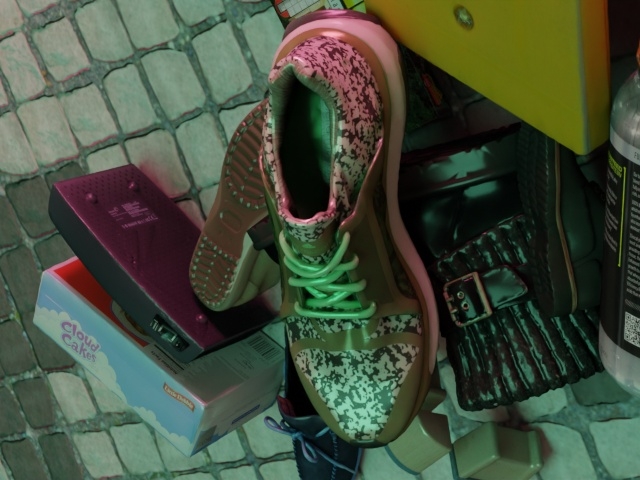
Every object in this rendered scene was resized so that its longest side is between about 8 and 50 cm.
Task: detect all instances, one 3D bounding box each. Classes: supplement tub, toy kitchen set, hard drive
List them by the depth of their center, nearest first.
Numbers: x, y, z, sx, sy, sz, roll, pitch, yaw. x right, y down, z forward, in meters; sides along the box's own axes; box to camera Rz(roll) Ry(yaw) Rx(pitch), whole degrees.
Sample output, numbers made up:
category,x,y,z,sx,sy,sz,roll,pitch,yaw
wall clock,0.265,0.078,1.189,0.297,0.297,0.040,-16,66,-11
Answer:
category,x,y,z,sx,sy,sz,roll,pitch,yaw
supplement tub,0.338,-0.027,1.597,0.193,0.193,0.316,19,123,35
toy kitchen set,0.126,0.158,1.980,0.122,0.166,0.207,-42,44,45
hard drive,-0.183,0.026,2.111,0.255,0.172,0.054,46,119,13

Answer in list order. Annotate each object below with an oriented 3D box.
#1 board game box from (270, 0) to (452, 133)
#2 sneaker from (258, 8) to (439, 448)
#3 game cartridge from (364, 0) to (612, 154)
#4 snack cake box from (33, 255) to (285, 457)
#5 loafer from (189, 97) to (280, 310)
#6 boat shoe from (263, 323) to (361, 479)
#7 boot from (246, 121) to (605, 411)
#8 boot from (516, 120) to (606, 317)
category,x,y,z,sx,sy,sz,roll,pitch,yaw
board game box,0.023,-0.220,1.904,0.136,0.030,0.260,-26,92,42
sneaker,0.000,0.000,1.717,0.158,0.182,0.410,-5,98,23
game cartridge,0.130,-0.258,1.590,0.285,0.052,0.324,37,151,35
snack cake box,-0.186,0.114,2.175,0.264,0.152,0.089,38,132,23
loafer,-0.055,-0.046,2.025,0.102,0.092,0.268,43,118,29
boat shoe,-0.017,0.178,2.098,0.109,0.089,0.258,12,119,38
boot,0.107,0.047,1.858,0.348,0.131,0.260,-14,101,33
boot,0.258,-0.038,1.726,0.077,0.137,0.198,-131,32,-67
